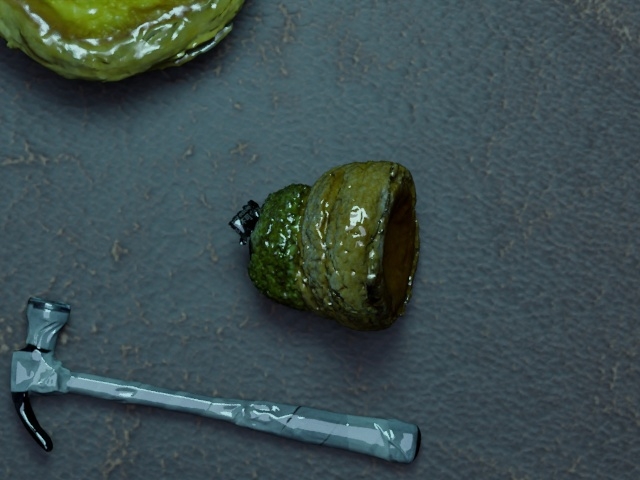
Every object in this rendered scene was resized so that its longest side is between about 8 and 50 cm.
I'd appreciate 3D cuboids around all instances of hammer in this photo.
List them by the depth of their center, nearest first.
[{"bbox_3d":[-0.105,0.163,1.619,0.427,0.044,0.152,9,85,-2],"label":"hammer"}]

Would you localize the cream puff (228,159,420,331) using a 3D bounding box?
[{"bbox_3d":[0.000,0.000,1.584,0.169,0.183,0.183,5,84,18],"label":"cream puff"}]

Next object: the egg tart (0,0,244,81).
[{"bbox_3d":[-0.215,-0.317,1.618,0.341,0.129,0.341,0,83,-4],"label":"egg tart"}]
